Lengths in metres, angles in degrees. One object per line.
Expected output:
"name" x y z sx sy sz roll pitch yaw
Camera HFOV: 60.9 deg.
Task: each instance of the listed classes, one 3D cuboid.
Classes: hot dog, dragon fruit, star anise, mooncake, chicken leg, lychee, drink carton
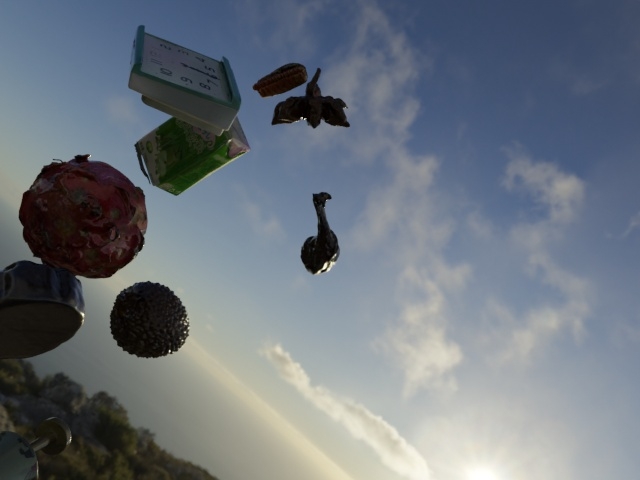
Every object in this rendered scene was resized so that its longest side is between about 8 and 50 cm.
"hot dog" -0.100 -0.392 1.333 0.038 0.144 0.062 -9 85 -70
"dragon fruit" -0.718 -0.066 1.592 0.249 0.371 0.386 -21 98 -80
"star anise" -0.028 -0.332 1.347 0.212 0.196 0.111 58 -10 41
"mooncake" -0.686 0.154 1.236 0.283 0.283 0.141 76 -12 -63
"chicken leg" 0.000 0.000 1.184 0.106 0.051 0.253 53 -29 27
"lychee" -0.570 0.274 1.846 0.267 0.267 0.267 36 -17 13
"drink carton" -0.334 -0.244 1.417 0.161 0.271 0.108 66 17 17

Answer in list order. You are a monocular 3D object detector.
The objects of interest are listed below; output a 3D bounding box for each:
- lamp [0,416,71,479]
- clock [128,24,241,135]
"lamp" -0.545 0.394 0.977 0.121 0.121 0.215 38 9 8
"clock" -0.307 -0.349 1.202 0.231 0.116 0.262 15 30 -26
